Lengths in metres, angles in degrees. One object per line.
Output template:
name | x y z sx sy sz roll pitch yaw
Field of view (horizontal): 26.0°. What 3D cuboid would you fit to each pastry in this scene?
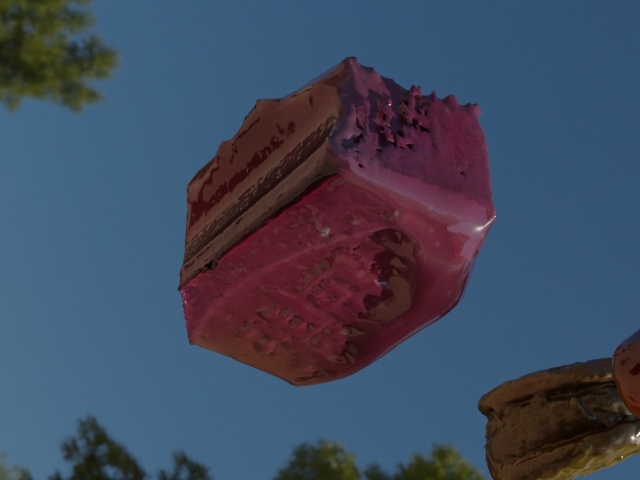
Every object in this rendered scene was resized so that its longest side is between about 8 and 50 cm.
pastry | 0.309 0.224 1.658 0.240 0.235 0.132 -35 -119 58

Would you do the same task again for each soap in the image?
soap | 0.000 0.000 1.112 0.325 0.220 0.127 -35 -140 46

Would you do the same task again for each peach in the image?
peach | 0.318 0.125 1.268 0.101 0.100 0.101 37 -43 45
